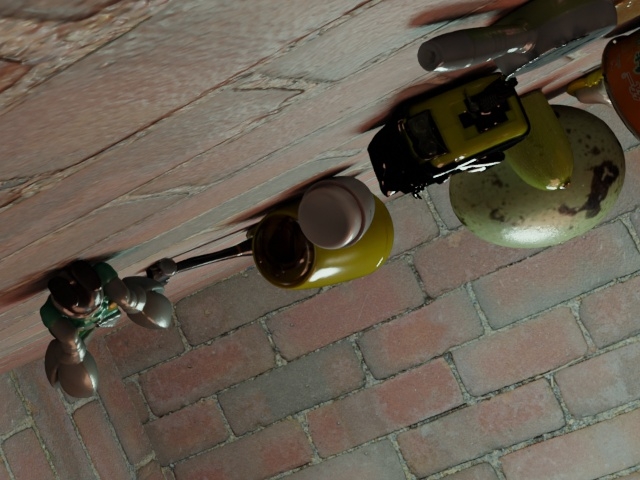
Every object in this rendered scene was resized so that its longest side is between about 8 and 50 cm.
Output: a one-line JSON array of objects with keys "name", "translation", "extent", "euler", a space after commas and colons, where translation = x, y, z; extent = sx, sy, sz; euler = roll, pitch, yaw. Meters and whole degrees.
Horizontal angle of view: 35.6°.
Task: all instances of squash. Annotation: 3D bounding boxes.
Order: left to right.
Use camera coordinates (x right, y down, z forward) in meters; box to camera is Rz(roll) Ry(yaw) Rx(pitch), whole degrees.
[{"name": "squash", "translation": [0.385, -0.171, 1.773], "extent": [0.123, 0.186, 0.123], "euler": [-30, 175, -3]}]

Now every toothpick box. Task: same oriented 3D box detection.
[{"name": "toothpick box", "translation": [0.000, 0.000, 1.794], "extent": [0.175, 0.174, 0.271], "euler": [-26, 174, 33]}]

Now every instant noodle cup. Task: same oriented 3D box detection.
[{"name": "instant noodle cup", "translation": [0.539, -0.240, 1.390], "extent": [0.230, 0.230, 0.182], "euler": [-23, 169, -41]}]

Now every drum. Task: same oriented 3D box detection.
[{"name": "drum", "translation": [0.182, -0.180, 0.848], "extent": [0.130, 0.049, 0.253], "euler": [-25, 178, 28]}]

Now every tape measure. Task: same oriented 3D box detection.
[{"name": "tape measure", "translation": [0.166, -0.130, 1.218], "extent": [0.186, 0.112, 0.199], "euler": [-26, 180, -14]}]

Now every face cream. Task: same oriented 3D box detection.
[{"name": "face cream", "translation": [0.027, -0.048, 1.628], "extent": [0.117, 0.117, 0.104], "euler": [-26, -174, 32]}]

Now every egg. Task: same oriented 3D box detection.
[{"name": "egg", "translation": [0.438, -0.129, 2.033], "extent": [0.380, 0.287, 0.287], "euler": [-12, 176, -12]}]

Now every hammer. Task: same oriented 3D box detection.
[{"name": "hammer", "translation": [-0.192, 0.031, 1.879], "extent": [0.290, 0.037, 0.137], "euler": [-16, 176, -31]}]

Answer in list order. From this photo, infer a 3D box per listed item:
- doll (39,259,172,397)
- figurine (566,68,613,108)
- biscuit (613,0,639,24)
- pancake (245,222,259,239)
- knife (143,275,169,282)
[{"name": "doll", "translation": [-0.315, 0.117, 1.341], "extent": [0.195, 0.153, 0.258], "euler": [-39, 171, 10]}, {"name": "figurine", "translation": [0.547, -0.297, 1.906], "extent": [0.130, 0.109, 0.178], "euler": [2, 176, -5]}, {"name": "biscuit", "translation": [0.295, -0.236, 1.036], "extent": [0.153, 0.030, 0.234], "euler": [-23, 178, -12]}, {"name": "pancake", "translation": [-0.076, -0.038, 1.969], "extent": [0.158, 0.028, 0.158], "euler": [-22, 180, 0]}, {"name": "knife", "translation": [-0.376, 0.090, 1.898], "extent": [0.230, 0.028, 0.060], "euler": [-18, 162, -46]}]
